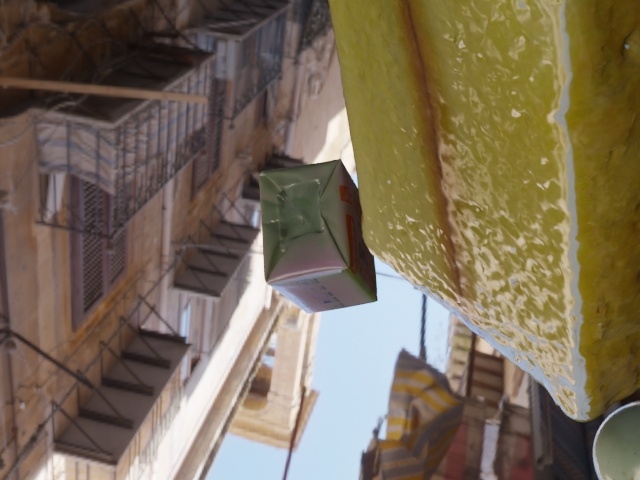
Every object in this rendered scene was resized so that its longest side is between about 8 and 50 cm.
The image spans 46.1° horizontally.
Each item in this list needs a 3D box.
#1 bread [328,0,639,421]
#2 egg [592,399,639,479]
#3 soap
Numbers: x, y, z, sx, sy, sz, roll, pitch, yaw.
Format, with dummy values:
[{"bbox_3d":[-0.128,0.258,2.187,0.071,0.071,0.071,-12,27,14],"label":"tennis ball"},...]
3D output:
[{"bbox_3d":[0.144,-0.106,0.445,0.245,0.362,0.233,-33,-134,-16],"label":"bread"},{"bbox_3d":[0.388,0.246,0.813,0.192,0.149,0.149,25,-155,-13],"label":"egg"},{"bbox_3d":[0.000,0.000,1.159,0.138,0.199,0.182,-9,-111,14],"label":"soap"}]
